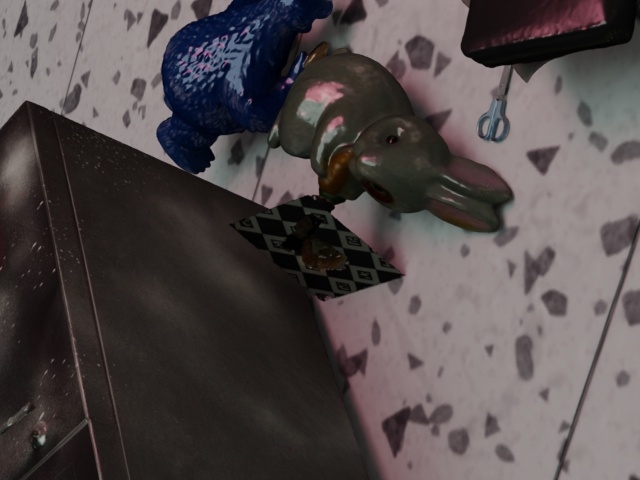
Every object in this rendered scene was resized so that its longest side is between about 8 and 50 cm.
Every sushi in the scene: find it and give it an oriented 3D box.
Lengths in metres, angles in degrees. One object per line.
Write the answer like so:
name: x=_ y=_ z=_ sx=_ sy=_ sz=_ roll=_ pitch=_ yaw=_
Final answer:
sushi: x=0.000 y=0.000 z=1.212 sx=0.120 sy=0.126 sz=0.026 roll=-19 pitch=39 yaw=48

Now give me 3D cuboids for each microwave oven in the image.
microwave oven: x=-0.159 y=0.150 z=1.165 sx=0.236 sy=0.374 sz=0.432 roll=-43 pitch=45 yaw=26

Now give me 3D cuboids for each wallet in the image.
wallet: x=0.182 y=-0.246 z=0.991 sx=0.149 sy=0.044 sz=0.250 roll=-6 pitch=66 yaw=43

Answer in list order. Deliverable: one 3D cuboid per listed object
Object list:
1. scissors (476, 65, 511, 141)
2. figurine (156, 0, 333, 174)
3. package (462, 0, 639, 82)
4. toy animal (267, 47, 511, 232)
scissors: x=0.150 y=-0.123 z=1.122 sx=0.036 sy=0.006 sz=0.083 roll=19 pitch=97 yaw=55
figurine: x=-0.083 y=-0.184 z=1.352 sx=0.262 sy=0.121 sz=0.164 roll=-48 pitch=43 yaw=32
package: x=0.205 y=-0.268 z=1.053 sx=0.251 sy=0.062 sz=0.204 roll=-47 pitch=46 yaw=18
toy animal: x=0.054 y=-0.083 z=1.155 sx=0.236 sy=0.108 sz=0.138 roll=27 pitch=102 yaw=52
